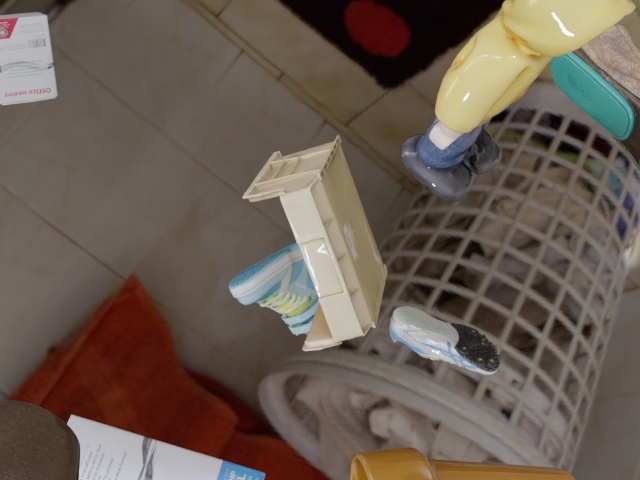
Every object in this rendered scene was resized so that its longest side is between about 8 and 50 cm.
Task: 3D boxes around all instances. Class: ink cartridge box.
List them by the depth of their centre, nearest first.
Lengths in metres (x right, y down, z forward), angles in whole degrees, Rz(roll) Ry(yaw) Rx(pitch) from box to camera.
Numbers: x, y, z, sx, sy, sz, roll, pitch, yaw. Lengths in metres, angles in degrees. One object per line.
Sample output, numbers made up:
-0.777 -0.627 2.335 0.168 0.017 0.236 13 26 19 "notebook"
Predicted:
-0.262 0.392 1.371 0.307 0.129 0.223 18 156 -5 "ink cartridge box"
-0.546 -0.330 1.588 0.063 0.109 0.150 30 127 52 "ink cartridge box"

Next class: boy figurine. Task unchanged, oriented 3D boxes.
0.167 -0.149 0.753 0.092 0.177 0.285 46 150 7 "boy figurine"

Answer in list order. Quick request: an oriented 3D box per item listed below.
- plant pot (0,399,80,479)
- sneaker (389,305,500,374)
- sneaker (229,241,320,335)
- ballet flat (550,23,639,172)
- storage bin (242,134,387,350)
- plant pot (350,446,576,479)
-0.320 0.270 0.817 0.215 0.230 0.215 8 131 9 "plant pot"
0.241 0.204 1.707 0.237 0.085 0.086 24 132 30 "sneaker"
-0.067 0.128 1.879 0.127 0.319 0.208 -23 93 25 "sneaker"
0.370 -0.120 0.921 0.107 0.106 0.316 89 155 -60 "ballet flat"
0.000 0.000 1.390 0.123 0.260 0.262 -15 108 15 "storage bin"
0.137 0.279 0.773 0.188 0.205 0.205 -6 150 -7 "plant pot"
